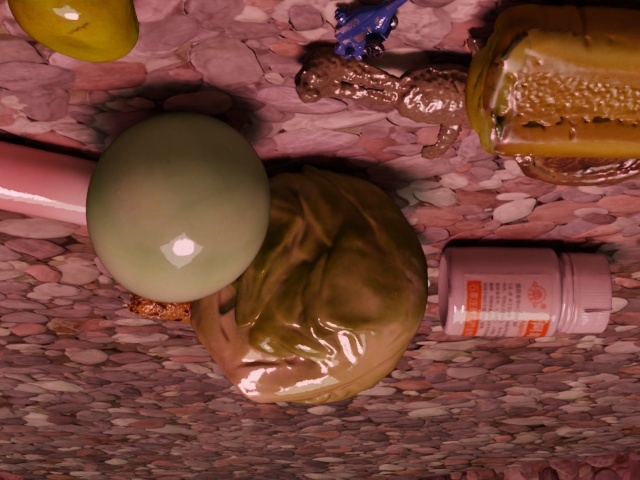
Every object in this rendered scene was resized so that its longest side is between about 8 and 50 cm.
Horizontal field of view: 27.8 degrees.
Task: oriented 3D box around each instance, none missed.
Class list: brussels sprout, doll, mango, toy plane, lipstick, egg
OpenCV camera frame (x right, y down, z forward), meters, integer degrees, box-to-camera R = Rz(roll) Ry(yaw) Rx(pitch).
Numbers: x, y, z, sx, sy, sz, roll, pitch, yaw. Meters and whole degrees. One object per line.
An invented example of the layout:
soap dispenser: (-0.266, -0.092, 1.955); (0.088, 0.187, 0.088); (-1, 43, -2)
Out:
brussels sprout: (-0.016, 0.056, 1.731); (0.328, 0.328, 0.247); (-9, 160, 23)
doll: (0.130, -0.167, 1.442); (0.286, 0.091, 0.203); (30, 124, -27)
mango: (-0.241, -0.225, 1.258); (0.117, 0.089, 0.163); (0, 160, 1)
toy plane: (0.058, -0.230, 1.315); (0.062, 0.054, 0.167); (37, 146, -18)
lipstick: (-0.292, -0.060, 1.696); (0.327, 0.087, 0.087); (12, 156, -28)
egg: (-0.173, -0.038, 1.567); (0.220, 0.220, 0.269); (6, 157, -16)

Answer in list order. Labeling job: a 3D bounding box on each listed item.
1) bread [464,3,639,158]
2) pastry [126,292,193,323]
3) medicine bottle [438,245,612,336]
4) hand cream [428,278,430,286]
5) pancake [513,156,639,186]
bread: (0.340, -0.169, 1.369); (0.383, 0.112, 0.166); (1, 122, -10)
pastry: (-0.252, 0.111, 2.200); (0.140, 0.056, 0.080); (10, 165, -41)
medicine bottle: (0.312, 0.078, 1.995); (0.252, 0.144, 0.144); (-2, 159, -3)
hand cream: (0.002, 0.042, 1.960); (0.306, 0.093, 0.147); (-10, 124, 25)
pancake: (0.358, -0.117, 1.636); (0.212, 0.029, 0.235); (3, 161, -12)
